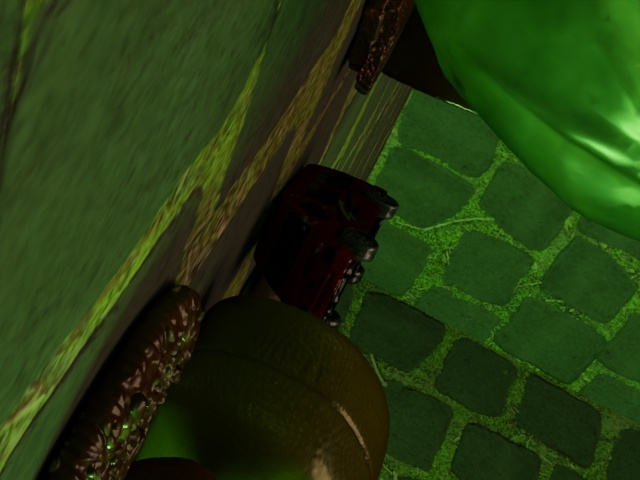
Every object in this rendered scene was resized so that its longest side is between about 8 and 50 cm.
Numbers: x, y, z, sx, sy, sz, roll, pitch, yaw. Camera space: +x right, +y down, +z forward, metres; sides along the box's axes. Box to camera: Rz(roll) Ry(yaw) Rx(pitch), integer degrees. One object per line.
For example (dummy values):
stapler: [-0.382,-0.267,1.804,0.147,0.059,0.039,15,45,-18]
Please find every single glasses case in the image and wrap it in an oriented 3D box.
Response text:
glasses case: [-0.060,0.201,0.956,0.371,0.173,0.141,115,-1,-53]

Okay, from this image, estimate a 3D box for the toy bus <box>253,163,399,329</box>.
toy bus: [0.000,0.000,1.020,0.081,0.089,0.195,-64,178,20]

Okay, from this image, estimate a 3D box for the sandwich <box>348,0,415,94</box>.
sandwich: [0.051,-0.168,0.935,0.067,0.029,0.135,-62,178,-32]

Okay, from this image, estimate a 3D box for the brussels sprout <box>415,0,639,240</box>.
brussels sprout: [0.212,-0.137,0.590,0.276,0.371,0.315,-51,-174,38]

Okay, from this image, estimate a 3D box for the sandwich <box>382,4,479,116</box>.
sandwich: [0.142,-0.235,1.066,0.235,0.128,0.122,-62,-174,17]

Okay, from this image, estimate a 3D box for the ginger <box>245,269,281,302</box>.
ginger: [-0.047,0.072,1.210,0.133,0.059,0.214,-56,173,-32]

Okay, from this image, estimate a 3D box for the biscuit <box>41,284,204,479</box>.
biscuit: [-0.104,0.099,0.623,0.206,0.025,0.126,-62,178,-32]

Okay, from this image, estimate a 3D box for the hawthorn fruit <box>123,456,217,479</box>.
hawthorn fruit: [-0.102,0.202,0.752,0.138,0.133,0.133,-38,160,-45]
